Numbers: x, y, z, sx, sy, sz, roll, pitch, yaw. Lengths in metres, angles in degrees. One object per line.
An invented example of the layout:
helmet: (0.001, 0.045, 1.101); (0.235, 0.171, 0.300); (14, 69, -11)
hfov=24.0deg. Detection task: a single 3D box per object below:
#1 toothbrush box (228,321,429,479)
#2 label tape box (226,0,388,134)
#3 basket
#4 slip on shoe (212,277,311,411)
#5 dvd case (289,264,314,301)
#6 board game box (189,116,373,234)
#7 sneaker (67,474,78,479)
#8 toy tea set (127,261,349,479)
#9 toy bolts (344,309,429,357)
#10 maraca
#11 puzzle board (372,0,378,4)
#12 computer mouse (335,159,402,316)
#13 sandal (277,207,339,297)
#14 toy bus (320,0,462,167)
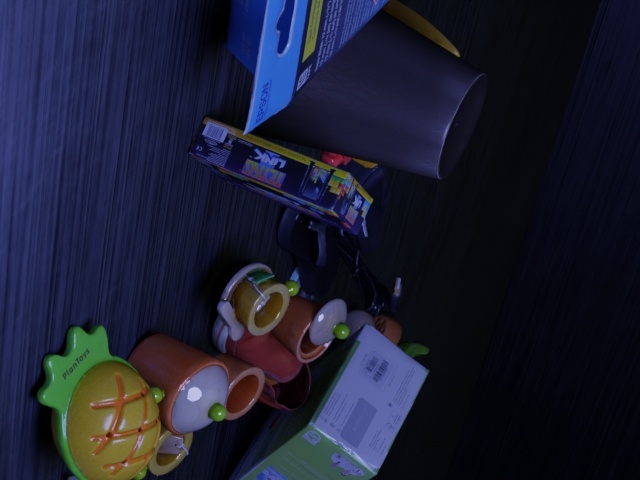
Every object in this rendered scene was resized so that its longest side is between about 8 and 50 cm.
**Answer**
toothbrush box: (0.003, 0.277, 2.149); (0.283, 0.122, 0.206); (-46, -172, 48)
label tape box: (-0.011, -0.300, 1.485); (0.347, 0.115, 0.249); (-48, 157, -42)
basket: (0.059, -0.171, 1.686); (0.154, 0.227, 0.204); (-23, 134, -68)
slip on shoe: (-0.067, 0.132, 1.961); (0.123, 0.101, 0.331); (-57, 161, -23)
dvd case: (-0.034, 0.083, 2.156); (0.087, 0.013, 0.119); (-62, 162, -13)
board game box: (-0.040, -0.068, 1.617); (0.048, 0.170, 0.141); (-66, 164, -6)
sneaker: (-0.298, 0.327, 1.589); (0.188, 0.066, 0.071); (-58, 147, -44)
toy tea set: (-0.084, 0.150, 1.743); (0.336, 0.124, 0.200); (-38, 144, -30)
toy bolts: (0.038, 0.237, 2.498); (0.218, 0.158, 0.228); (-23, -145, 47)
maraca: (-0.224, 0.170, 1.518); (0.127, 0.099, 0.185); (-56, 136, -39)
puzzle board: (0.082, -0.314, 1.537); (0.128, 0.011, 0.096); (-61, 164, -12)
computer mouse: (0.058, -0.006, 2.079); (0.060, 0.184, 0.262); (-19, 148, -20)
sandal: (0.000, 0.000, 2.044); (0.097, 0.054, 0.254); (-63, 159, -17)
toy bus: (0.070, -0.167, 1.917); (0.211, 0.149, 0.220); (-47, 162, -15)
